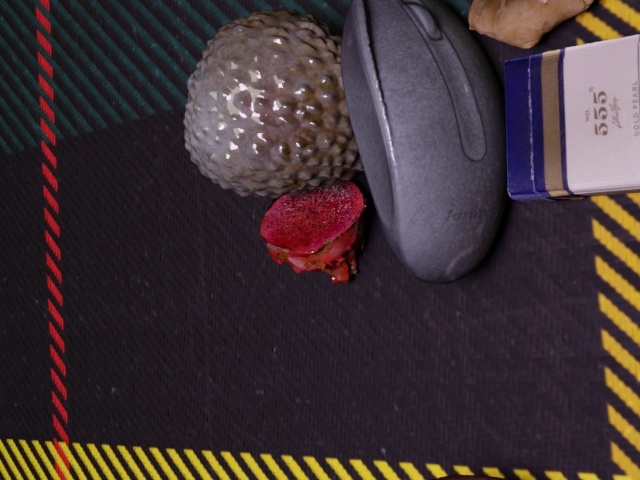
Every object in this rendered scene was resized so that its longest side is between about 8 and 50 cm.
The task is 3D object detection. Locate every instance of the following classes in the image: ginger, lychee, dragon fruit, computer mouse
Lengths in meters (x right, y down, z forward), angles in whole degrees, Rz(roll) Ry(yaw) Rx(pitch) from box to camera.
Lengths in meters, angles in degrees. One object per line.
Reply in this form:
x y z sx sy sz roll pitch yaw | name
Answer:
0.246 -0.278 1.122 0.190 0.069 0.095 -25 42 38 | ginger
-0.048 -0.165 1.254 0.274 0.255 0.255 23 106 8 | lychee
0.000 0.000 1.313 0.153 0.153 0.111 15 139 39 | dragon fruit
0.133 -0.138 1.138 0.114 0.203 0.373 -14 88 56 | computer mouse

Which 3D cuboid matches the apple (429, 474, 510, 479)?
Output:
0.161 0.407 1.049 0.235 0.306 0.305 -21 76 29 | apple

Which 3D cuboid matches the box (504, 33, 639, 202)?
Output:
0.323 -0.132 1.052 0.259 0.071 0.168 -3 87 41 | box
